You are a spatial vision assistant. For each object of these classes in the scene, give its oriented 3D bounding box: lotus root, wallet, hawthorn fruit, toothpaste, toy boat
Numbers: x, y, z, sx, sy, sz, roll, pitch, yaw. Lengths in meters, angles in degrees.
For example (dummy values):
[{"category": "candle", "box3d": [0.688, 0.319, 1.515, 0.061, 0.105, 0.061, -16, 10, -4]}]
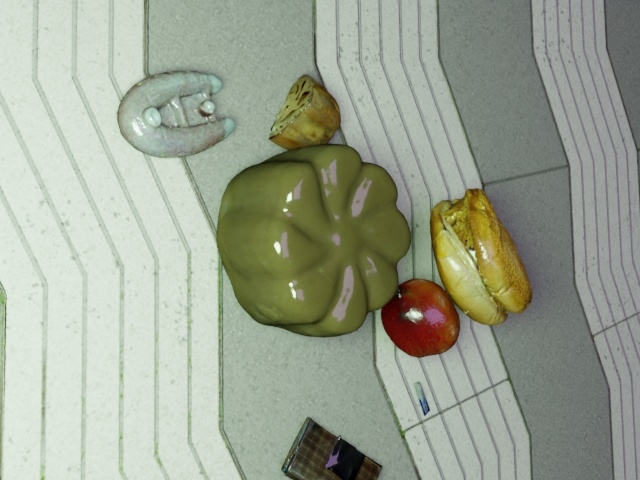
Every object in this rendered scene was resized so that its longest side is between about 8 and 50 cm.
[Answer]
[{"category": "lotus root", "box3d": [-0.017, -0.253, 1.513, 0.135, 0.095, 0.159, 23, 78, -39]}, {"category": "wallet", "box3d": [0.028, 0.463, 1.507, 0.230, 0.042, 0.124, 39, 65, -27]}, {"category": "hawthorn fruit", "box3d": [0.213, 0.157, 1.601, 0.169, 0.169, 0.188, -51, 128, -30]}, {"category": "toothpaste", "box3d": [0.232, 0.362, 1.698, 0.024, 0.015, 0.083, -35, 113, -36]}, {"category": "toy boat", "box3d": [-0.251, -0.228, 1.326, 0.227, 0.085, 0.155, -20, 99, -38]}]

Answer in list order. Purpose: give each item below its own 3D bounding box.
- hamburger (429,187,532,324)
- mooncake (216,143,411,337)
[{"category": "hamburger", "box3d": [0.363, 0.042, 1.692, 0.314, 0.170, 0.290, 51, 28, -31]}, {"category": "mooncake", "box3d": [0.000, 0.000, 1.431, 0.378, 0.200, 0.378, 4, 83, -37]}]
